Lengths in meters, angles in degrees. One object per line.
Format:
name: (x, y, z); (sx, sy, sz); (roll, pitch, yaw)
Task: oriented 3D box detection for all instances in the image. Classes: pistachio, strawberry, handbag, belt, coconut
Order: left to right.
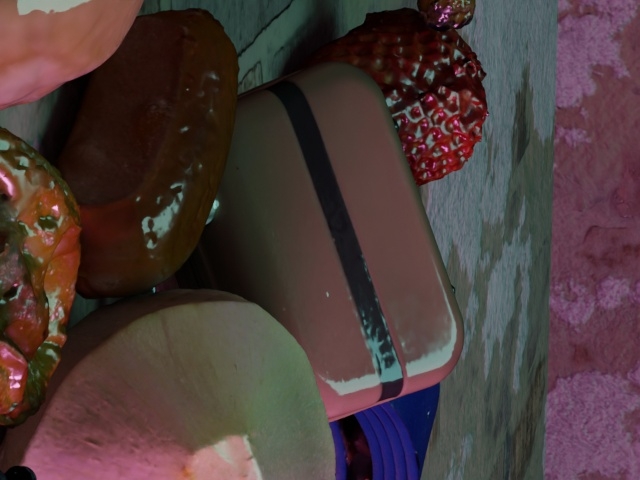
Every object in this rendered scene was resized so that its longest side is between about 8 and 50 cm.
pistachio: (-0.190, -0.187, 1.162); (0.162, 0.181, 0.293); (-43, -160, 52)
coconut: (-0.111, 0.161, 1.414); (0.259, 0.259, 0.259); (6, 90, -74)
handbag: (-0.039, 0.018, 1.617); (0.283, 0.149, 0.301); (-19, 93, -32)
belt: (0.008, 0.163, 1.891); (0.347, 0.212, 0.117); (79, 24, -56)
strawberry: (0.063, -0.152, 2.039); (0.244, 0.205, 0.205); (2, 95, -53)

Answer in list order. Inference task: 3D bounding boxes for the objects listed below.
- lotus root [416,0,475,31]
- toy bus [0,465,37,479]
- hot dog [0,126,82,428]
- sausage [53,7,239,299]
lotus root: (0.088, -0.359, 1.973); (0.309, 0.173, 0.173); (58, 36, -30)
toy bus: (-0.229, 0.179, 1.228); (0.060, 0.123, 0.075); (17, 84, -74)
hot dog: (-0.223, 0.019, 1.199); (0.259, 0.114, 0.175); (64, 34, -63)
sausage: (-0.133, -0.069, 1.462); (0.133, 0.133, 0.258); (72, 28, -56)
